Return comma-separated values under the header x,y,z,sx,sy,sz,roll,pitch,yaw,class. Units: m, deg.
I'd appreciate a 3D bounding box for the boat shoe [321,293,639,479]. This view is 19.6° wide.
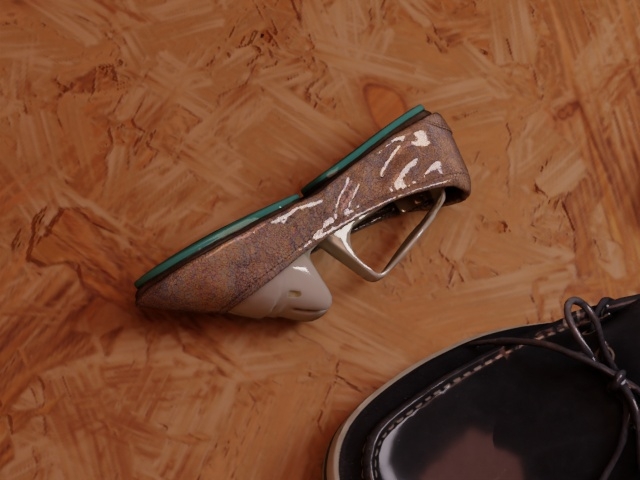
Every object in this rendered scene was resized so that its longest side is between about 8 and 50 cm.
x,y,z,sx,sy,sz,roll,pitch,yaw,class
0.239,0.126,1.461,0.500,0.156,0.186,-13,71,-15,boat shoe

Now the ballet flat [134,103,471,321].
x,y,z,sx,sy,sz,roll,pitch,yaw,class
0.000,0.000,1.503,0.316,0.107,0.106,-32,89,-22,ballet flat
